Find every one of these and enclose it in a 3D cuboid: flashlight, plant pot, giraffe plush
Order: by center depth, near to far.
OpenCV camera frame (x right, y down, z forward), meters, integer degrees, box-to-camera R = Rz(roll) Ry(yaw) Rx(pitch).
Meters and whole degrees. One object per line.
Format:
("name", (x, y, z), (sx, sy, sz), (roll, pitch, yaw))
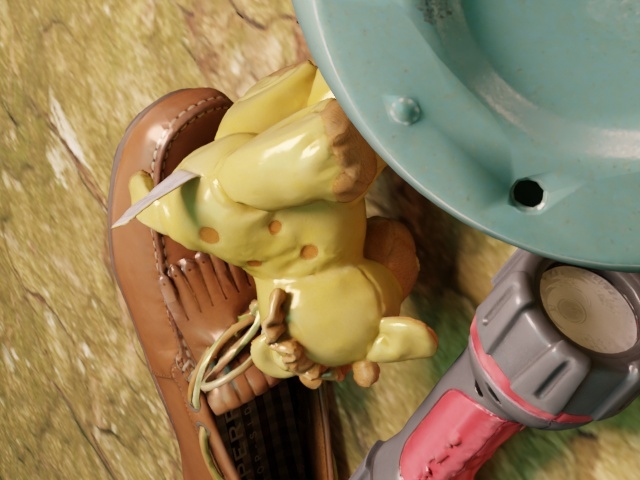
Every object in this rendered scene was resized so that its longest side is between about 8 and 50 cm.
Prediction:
("plant pot", (0.116, -0.126, 0.483), (0.293, 0.235, 0.293), (9, 121, 16))
("flashlight", (0.096, 0.117, 0.861), (0.103, 0.103, 0.304), (51, 141, 19))
("giraffe plush", (0.000, 0.000, 0.868), (0.170, 0.210, 0.181), (59, 163, -19))

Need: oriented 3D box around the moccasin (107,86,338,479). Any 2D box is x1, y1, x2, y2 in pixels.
("moccasin", (-0.056, 0.075, 1.011), (0.147, 0.139, 0.380), (21, 124, 46))
